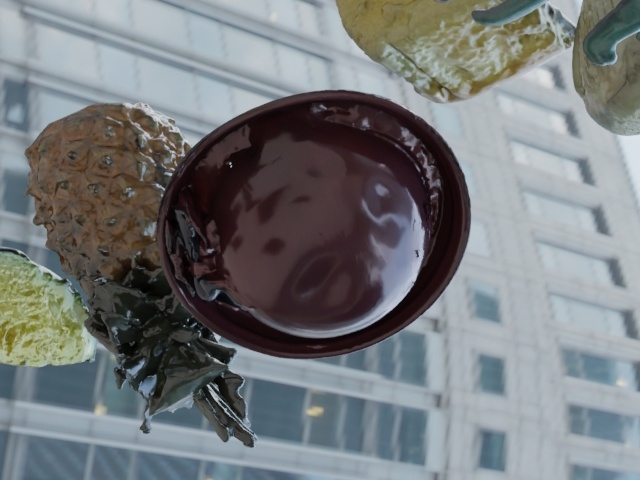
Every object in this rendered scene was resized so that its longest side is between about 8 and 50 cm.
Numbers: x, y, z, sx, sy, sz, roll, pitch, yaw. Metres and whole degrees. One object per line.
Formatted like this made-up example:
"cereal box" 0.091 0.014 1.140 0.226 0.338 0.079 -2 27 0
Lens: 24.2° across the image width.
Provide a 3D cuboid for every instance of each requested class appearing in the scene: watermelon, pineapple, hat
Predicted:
"watermelon" -0.365 0.076 1.572 0.123 0.301 0.129 -25 -112 42
"pineapple" -0.149 0.041 1.302 0.169 0.169 0.340 -44 -124 36
"hat" 0.000 0.000 0.953 0.205 0.205 0.089 -60 -157 21

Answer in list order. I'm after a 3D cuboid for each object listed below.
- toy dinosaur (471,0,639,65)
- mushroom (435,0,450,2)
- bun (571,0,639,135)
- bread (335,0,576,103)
"toy dinosaur" 0.316 -0.277 1.091 0.384 0.129 0.330 16 -64 17
"mushroom" 0.103 -0.230 1.069 0.123 0.052 0.123 -161 -90 -88
"bun" 0.325 -0.210 1.402 0.239 0.141 0.239 -168 -90 -87
"bread" 0.129 -0.235 1.585 0.262 0.204 0.162 29 -88 46
